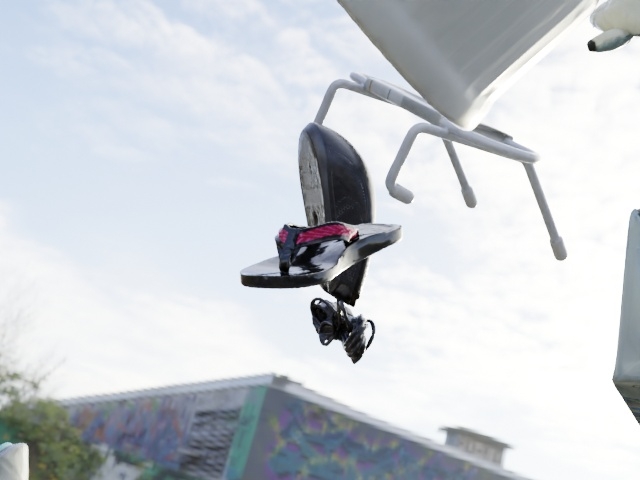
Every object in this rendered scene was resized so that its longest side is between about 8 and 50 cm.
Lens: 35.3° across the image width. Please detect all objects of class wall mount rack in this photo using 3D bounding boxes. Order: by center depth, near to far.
[{"bbox_3d":[0.164,-0.098,1.270,0.304,0.130,0.350,15,15,-32],"label":"wall mount rack"}]

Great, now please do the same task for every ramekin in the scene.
[{"bbox_3d":[0.073,-0.225,0.705,0.135,0.277,0.277,-37,-43,17],"label":"ramekin"}]

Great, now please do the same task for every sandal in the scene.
[{"bbox_3d":[0.000,0.000,0.762,0.067,0.040,0.179,6,18,35],"label":"sandal"}]

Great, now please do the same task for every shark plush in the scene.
[{"bbox_3d":[0.297,-0.195,0.834,0.161,0.073,0.067,-5,-10,39],"label":"shark plush"}]

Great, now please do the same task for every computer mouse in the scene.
[{"bbox_3d":[0.029,-0.006,1.178,0.072,0.272,0.188,-9,8,-13],"label":"computer mouse"}]

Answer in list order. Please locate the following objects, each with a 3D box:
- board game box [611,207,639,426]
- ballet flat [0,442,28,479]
[{"bbox_3d":[0.298,0.071,0.578,0.224,0.097,0.303,4,-14,22],"label":"board game box"},{"bbox_3d":[-0.219,0.197,0.596,0.068,0.072,0.213,30,24,6],"label":"ballet flat"}]
